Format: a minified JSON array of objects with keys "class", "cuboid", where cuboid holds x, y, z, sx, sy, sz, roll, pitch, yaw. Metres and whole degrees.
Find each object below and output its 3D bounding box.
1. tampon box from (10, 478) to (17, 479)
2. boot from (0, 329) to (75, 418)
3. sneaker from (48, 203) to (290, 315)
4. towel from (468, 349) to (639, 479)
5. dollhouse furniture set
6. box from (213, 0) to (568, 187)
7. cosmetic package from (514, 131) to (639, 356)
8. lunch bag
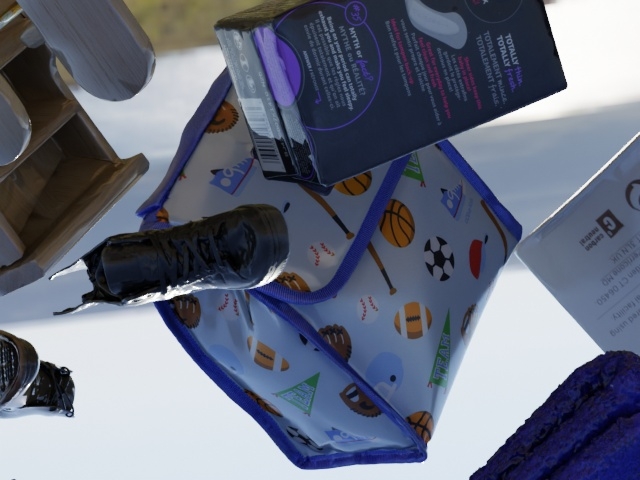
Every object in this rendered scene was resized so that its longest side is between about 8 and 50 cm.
[{"class":"tampon box","cuboid":[-0.291,0.334,1.843,0.120,0.161,0.101,-34,133,9]},{"class":"boot","cuboid":[-0.273,0.129,1.869,0.106,0.082,0.219,1,167,-22]},{"class":"sneaker","cuboid":[-0.097,0.015,1.220,0.089,0.051,0.170,-11,178,-34]},{"class":"towel","cuboid":[0.197,0.225,1.131,0.308,0.228,0.076,40,-174,-28]},{"class":"dollhouse furniture set","cuboid":[-0.156,-0.155,1.458,0.394,0.256,0.362,-23,-161,39]},{"class":"box","cuboid":[0.065,-0.172,1.804,0.270,0.165,0.143,-22,-167,-21]},{"class":"cosmetic package","cuboid":[0.498,-0.026,2.249,0.329,0.327,0.393,-46,174,34]},{"class":"lunch bag","cuboid":[0.000,0.000,2.026,0.239,0.385,0.328,-13,-141,43]}]
